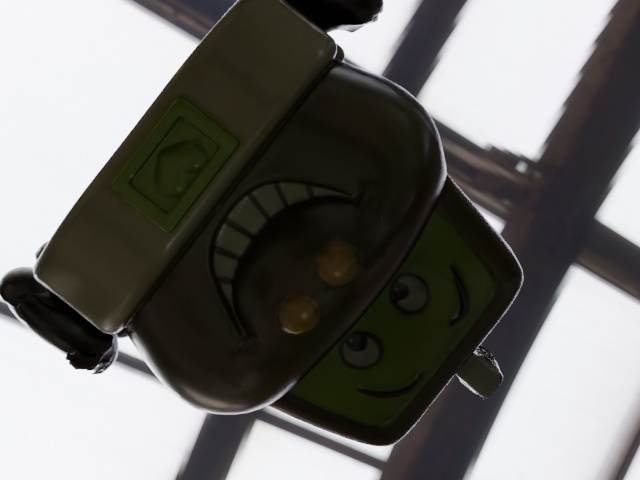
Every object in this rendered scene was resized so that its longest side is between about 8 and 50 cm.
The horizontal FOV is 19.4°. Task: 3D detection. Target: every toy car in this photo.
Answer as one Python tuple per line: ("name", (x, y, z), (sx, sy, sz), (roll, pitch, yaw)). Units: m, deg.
("toy car", (0.000, 0.000, 0.813), (0.204, 0.198, 0.248), (-51, -179, 5))
